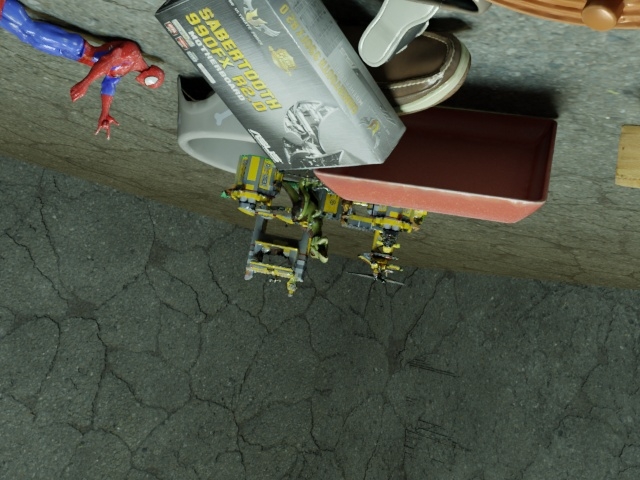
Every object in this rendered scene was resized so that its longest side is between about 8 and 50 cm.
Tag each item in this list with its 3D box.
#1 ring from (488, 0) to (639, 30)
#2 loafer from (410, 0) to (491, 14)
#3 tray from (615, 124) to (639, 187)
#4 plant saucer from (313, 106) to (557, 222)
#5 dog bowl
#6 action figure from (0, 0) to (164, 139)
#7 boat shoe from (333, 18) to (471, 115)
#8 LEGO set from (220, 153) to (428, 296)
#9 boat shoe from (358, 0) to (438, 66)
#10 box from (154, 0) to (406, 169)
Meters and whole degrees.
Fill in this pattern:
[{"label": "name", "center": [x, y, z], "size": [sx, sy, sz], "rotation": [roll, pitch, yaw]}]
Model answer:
[{"label": "ring", "center": [0.098, -0.207, 0.329], "size": [0.336, 0.032, 0.336], "rotation": [27, 165, 8]}, {"label": "loafer", "center": [0.010, -0.225, 0.554], "size": [0.267, 0.084, 0.096], "rotation": [10, 173, 18]}, {"label": "tray", "center": [0.498, -0.062, 0.647], "size": [0.202, 0.076, 0.411], "rotation": [-2, -168, -25]}, {"label": "plant saucer", "center": [0.151, -0.100, 0.900], "size": [0.259, 0.048, 0.258], "rotation": [8, -149, 16]}, {"label": "dog bowl", "center": [-0.067, -0.165, 1.158], "size": [0.348, 0.102, 0.349], "rotation": [11, 174, 1]}, {"label": "action figure", "center": [-0.353, -0.230, 0.982], "size": [0.280, 0.139, 0.091], "rotation": [12, 175, -25]}, {"label": "boat shoe", "center": [0.033, -0.192, 0.785], "size": [0.257, 0.095, 0.095], "rotation": [6, 166, 43]}, {"label": "LEGO set", "center": [0.000, 0.000, 1.157], "size": [0.331, 0.192, 0.255], "rotation": [12, 174, -3]}, {"label": "boat shoe", "center": [0.082, -0.210, 0.671], "size": [0.046, 0.038, 0.125], "rotation": [47, 139, 5]}, {"label": "box", "center": [-0.042, -0.175, 0.758], "size": [0.183, 0.056, 0.231], "rotation": [5, 141, 51]}]
